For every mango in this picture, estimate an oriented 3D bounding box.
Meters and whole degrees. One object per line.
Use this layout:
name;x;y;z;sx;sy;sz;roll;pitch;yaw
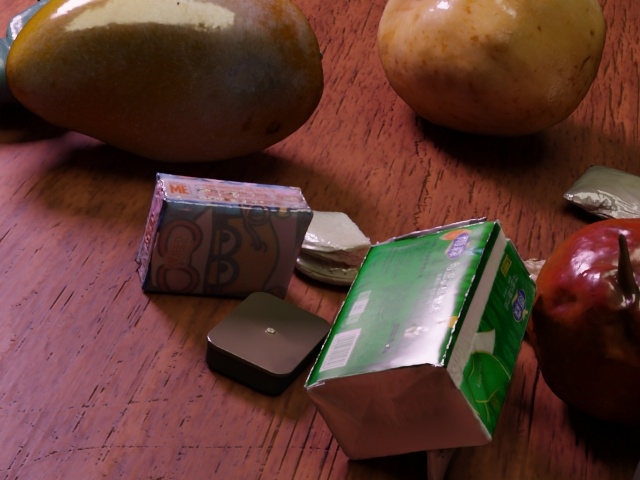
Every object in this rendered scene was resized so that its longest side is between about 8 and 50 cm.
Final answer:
mango;-0.173;-0.195;1.822;0.384;0.221;0.199;-6;9;-29

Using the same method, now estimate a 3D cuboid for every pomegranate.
pomegranate;0.225;-0.261;2.097;0.307;0.307;0.307;12;29;-7

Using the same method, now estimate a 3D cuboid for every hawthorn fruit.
hawthorn fruit;0.292;0.067;1.548;0.210;0.210;0.262;31;-7;25

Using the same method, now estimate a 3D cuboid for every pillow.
pillow;0.422;-0.034;2.017;0.230;0.050;0.148;26;23;17

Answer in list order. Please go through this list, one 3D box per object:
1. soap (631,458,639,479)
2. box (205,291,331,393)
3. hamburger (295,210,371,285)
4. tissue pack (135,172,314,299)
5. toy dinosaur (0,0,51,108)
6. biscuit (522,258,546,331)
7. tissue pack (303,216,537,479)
soap;0.411;0.220;1.466;0.182;0.138;0.199;-17;43;-43
box;-0.051;0.099;1.556;0.091;0.031;0.126;23;29;13
hamburger;-0.001;0.003;1.733;0.084;0.054;0.121;1;29;-18
tissue pack;-0.098;-0.004;1.624;0.155;0.115;0.065;6;33;-19
toy dinosaur;-0.360;-0.158;1.811;0.384;0.129;0.331;3;42;-25
biscuit;0.274;0.062;1.746;0.168;0.070;0.082;1;39;-30
tissue pack;0.108;0.109;1.485;0.148;0.156;0.209;-15;30;31
